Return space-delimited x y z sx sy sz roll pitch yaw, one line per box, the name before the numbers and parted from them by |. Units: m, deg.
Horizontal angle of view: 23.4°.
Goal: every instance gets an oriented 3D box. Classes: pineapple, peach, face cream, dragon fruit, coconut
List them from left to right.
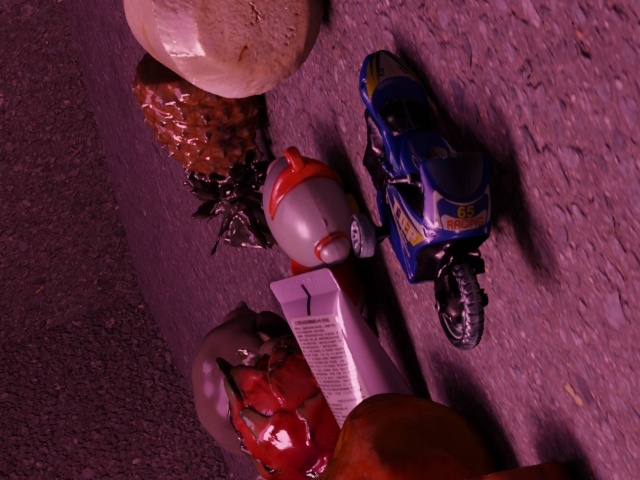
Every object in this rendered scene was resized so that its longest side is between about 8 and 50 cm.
coconut | -0.109 -0.264 1.672 0.222 0.202 0.202 -136 28 -58
pineapple | -0.136 -0.117 2.136 0.169 0.169 0.340 52 166 53
dragon fruit | -0.024 0.221 2.016 0.274 0.193 0.192 24 140 8
face cream | 0.040 0.158 1.843 0.274 0.096 0.154 60 154 -8
peach | 0.091 0.271 1.674 0.235 0.214 0.214 -97 -2 -47

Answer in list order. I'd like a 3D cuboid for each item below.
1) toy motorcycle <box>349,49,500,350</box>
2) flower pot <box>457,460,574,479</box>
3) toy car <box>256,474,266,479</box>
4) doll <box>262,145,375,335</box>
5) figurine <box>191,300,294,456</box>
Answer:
toy motorcycle | 0.092 -0.050 1.381 0.315 0.113 0.169 -113 20 -48
flower pot | 0.183 0.300 1.436 0.190 0.190 0.173 120 141 -74
toy car | -0.001 0.437 2.170 0.270 0.212 0.181 11 133 32
doll | 0.000 0.000 1.873 0.200 0.105 0.336 59 172 40
figurine | -0.078 0.223 2.302 0.380 0.203 0.248 -177 70 -75
